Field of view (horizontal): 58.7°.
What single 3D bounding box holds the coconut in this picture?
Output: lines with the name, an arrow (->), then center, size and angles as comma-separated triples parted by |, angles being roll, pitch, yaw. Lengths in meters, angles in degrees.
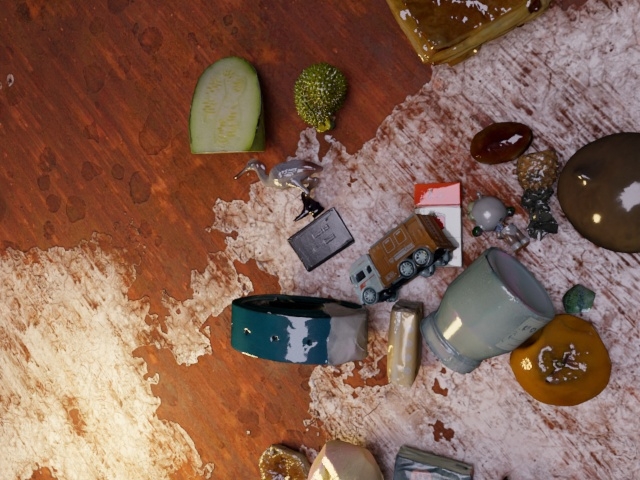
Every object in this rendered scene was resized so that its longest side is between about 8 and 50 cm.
coconut -> 0.078, 0.735, 1.733 | 0.233, 0.233, 0.245 | 34, 110, 17

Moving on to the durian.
durian -> -0.010, -0.440, 1.710 | 0.159, 0.146, 0.198 | 29, 101, 20

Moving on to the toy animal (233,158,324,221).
toy animal -> -0.120, -0.199, 1.806 | 0.324, 0.090, 0.195 | 34, 106, 15

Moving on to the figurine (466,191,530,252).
figurine -> 0.481, -0.046, 1.557 | 0.147, 0.093, 0.197 | -29, 71, -15

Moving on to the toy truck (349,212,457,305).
toy truck -> 0.220, 0.057, 1.639 | 0.305, 0.136, 0.162 | -40, 66, 29

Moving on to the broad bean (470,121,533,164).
broad bean -> 0.490, -0.267, 1.552 | 0.165, 0.084, 0.114 | -3, 73, 30

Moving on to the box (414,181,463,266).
box -> 0.344, -0.045, 1.656 | 0.139, 0.035, 0.245 | 1, 96, 24

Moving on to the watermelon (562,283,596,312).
watermelon -> 0.696, 0.164, 1.508 | 0.072, 0.092, 0.084 | 18, 115, -19

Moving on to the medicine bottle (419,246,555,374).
medicine bottle -> 0.433, 0.198, 1.528 | 0.245, 0.245, 0.290 | 49, 119, 12

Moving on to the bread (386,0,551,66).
bread -> 0.381, -0.643, 1.511 | 0.370, 0.191, 0.314 | -28, 78, 10

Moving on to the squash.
squash -> -0.289, -0.432, 1.797 | 0.234, 0.210, 0.308 | 0, 99, 11

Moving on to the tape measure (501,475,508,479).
tape measure -> 0.548, 0.839, 1.606 | 0.253, 0.114, 0.260 | 36, 110, 16

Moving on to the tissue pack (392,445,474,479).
tissue pack -> 0.324, 0.799, 1.700 | 0.228, 0.103, 0.315 | 9, 97, 24

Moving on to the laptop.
laptop -> 0.000, 0.000, 1.815 | 0.197, 0.016, 0.135 | -35, 82, 22

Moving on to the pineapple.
pineapple -> 0.578, -0.117, 1.507 | 0.111, 0.119, 0.237 | -3, 95, 36

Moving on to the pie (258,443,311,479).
pie -> -0.120, 0.781, 1.917 | 0.195, 0.046, 0.195 | 3, 97, 23

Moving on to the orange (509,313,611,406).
orange -> 0.629, 0.321, 1.487 | 0.249, 0.183, 0.248 | 2, 95, 24

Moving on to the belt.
belt -> -0.067, 0.263, 1.710 | 0.437, 0.300, 0.173 | 0, 95, 23

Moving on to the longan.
longan -> 0.726, -0.118, 1.363 | 0.297, 0.297, 0.297 | 2, 95, 23

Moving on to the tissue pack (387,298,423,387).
tissue pack -> 0.246, 0.293, 1.646 | 0.090, 0.186, 0.222 | 3, 94, 17
